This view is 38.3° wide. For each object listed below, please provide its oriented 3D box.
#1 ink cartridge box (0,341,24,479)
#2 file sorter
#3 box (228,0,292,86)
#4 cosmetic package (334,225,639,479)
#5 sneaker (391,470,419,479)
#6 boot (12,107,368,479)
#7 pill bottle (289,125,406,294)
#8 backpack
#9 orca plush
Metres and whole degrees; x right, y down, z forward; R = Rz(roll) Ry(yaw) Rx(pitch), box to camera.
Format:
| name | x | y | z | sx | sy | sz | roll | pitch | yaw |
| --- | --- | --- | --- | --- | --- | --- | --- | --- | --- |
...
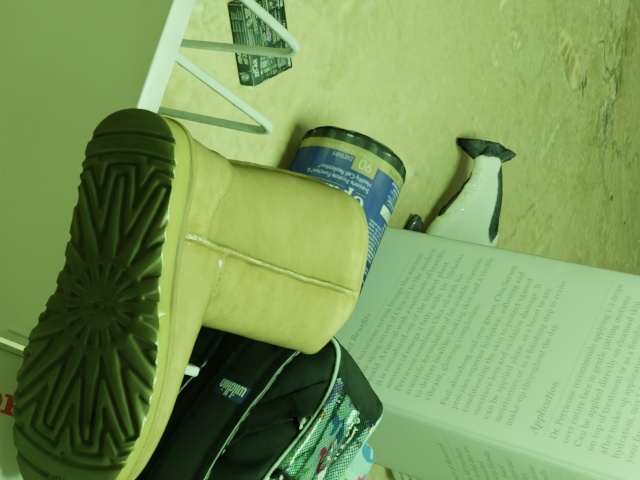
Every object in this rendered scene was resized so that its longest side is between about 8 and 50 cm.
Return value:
| name | x | y | z | sx | sy | sz | roll | pitch | yaw |
| --- | --- | --- | --- | --- | --- | --- | --- | --- | --- |
| ink cartridge box | -0.249 | 0.186 | 0.509 | 0.197 | 0.114 | 0.273 | 31 | 60 | -39 |
| file sorter | -0.156 | -0.061 | 0.676 | 0.173 | 0.192 | 0.278 | 28 | 78 | -58 |
| box | -0.059 | -0.204 | 0.922 | 0.067 | 0.018 | 0.083 | -38 | 130 | -44 |
| cosmetic package | 0.177 | 0.142 | 0.988 | 0.230 | 0.453 | 0.162 | -56 | 141 | -29 |
| sneaker | 0.216 | 0.196 | 1.365 | 0.150 | 0.135 | 0.366 | 25 | 91 | -57 |
| boot | -0.059 | 0.053 | 0.612 | 0.269 | 0.089 | 0.236 | 23 | 82 | -63 |
| pill bottle | 0.000 | 0.000 | 0.981 | 0.123 | 0.122 | 0.219 | 43 | 65 | -52 |
| backpack | -0.089 | 0.200 | 0.828 | 0.253 | 0.225 | 0.191 | -51 | 133 | -28 |
| orca plush | 0.177 | -0.006 | 1.305 | 0.151 | 0.102 | 0.287 | 13 | 76 | -12 |
